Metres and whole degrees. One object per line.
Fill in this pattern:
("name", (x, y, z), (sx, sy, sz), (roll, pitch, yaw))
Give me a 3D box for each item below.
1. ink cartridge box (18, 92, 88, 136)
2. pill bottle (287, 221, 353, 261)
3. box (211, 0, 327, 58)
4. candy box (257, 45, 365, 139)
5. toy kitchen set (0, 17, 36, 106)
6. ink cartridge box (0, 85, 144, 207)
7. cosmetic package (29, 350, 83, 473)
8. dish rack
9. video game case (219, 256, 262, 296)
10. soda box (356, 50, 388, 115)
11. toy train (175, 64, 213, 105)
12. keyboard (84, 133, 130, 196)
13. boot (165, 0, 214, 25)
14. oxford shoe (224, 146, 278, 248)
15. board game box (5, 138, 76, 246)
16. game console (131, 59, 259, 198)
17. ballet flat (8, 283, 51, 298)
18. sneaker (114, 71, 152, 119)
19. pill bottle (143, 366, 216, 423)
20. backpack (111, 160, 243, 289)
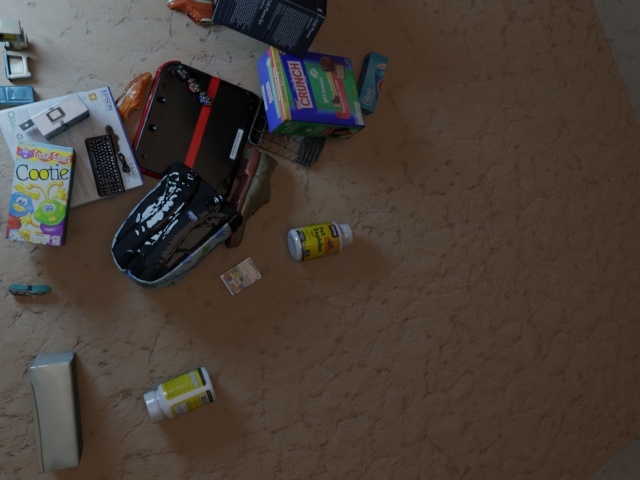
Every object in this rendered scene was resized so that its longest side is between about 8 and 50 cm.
("ink cartridge box", (-0.760, -0.345, 1.574), (0.180, 0.104, 0.060), (-37, 104, -16))
("pill bottle", (0.000, 0.000, 1.924), (0.214, 0.117, 0.117), (-12, 95, -19))
("box", (-0.150, -0.803, 1.743), (0.312, 0.179, 0.343), (17, 54, -19))
("candy box", (-0.030, -0.489, 1.836), (0.317, 0.122, 0.268), (-4, 76, -31))
("toy kitchen set", (-0.898, -0.500, 1.558), (0.122, 0.166, 0.207), (-7, 93, -20))
("ink cartridge box", (-0.753, -0.269, 1.669), (0.330, 0.071, 0.324), (-20, 98, -21))
("cosmetic package", (-0.781, 0.502, 1.630), (0.113, 0.160, 0.310), (-5, 92, -19))
("dish rack", (-0.104, -0.380, 1.901), (0.271, 0.074, 0.208), (21, 85, -19))
("video game case", (-0.273, 0.124, 1.884), (0.122, 0.011, 0.087), (-34, 103, -16))
("soda box", (0.179, -0.573, 2.003), (0.071, 0.067, 0.210), (17, 86, -20))
("toy train", (-0.405, -0.491, 1.756), (0.036, 0.027, 0.158), (-46, 108, -12))
("keyboard", (-0.640, -0.230, 1.666), (0.108, 0.023, 0.180), (-14, 97, -20))
("boot", (-0.421, -0.747, 1.786), (0.157, 0.059, 0.085), (-5, 98, -21))
("oxford shoe", (-0.229, -0.132, 1.839), (0.130, 0.123, 0.348), (18, 87, -26))
("board game box", (-0.784, -0.129, 1.549), (0.144, 0.142, 0.276), (7, 89, -21))
("game console", (-0.412, -0.364, 1.805), (0.341, 0.060, 0.387), (18, 85, -23))
("ballet flat", (-0.876, 0.155, 1.655), (0.114, 0.041, 0.041), (6, 89, -20))
("sneaker", (-0.588, -0.458, 1.738), (0.067, 0.064, 0.175), (40, 83, -37))
("pill bottle", (-0.453, 0.501, 1.771), (0.208, 0.119, 0.119), (-19, 98, -19))
("backpack", (-0.460, -0.012, 1.685), (0.290, 0.273, 0.355), (39, 65, 3))
